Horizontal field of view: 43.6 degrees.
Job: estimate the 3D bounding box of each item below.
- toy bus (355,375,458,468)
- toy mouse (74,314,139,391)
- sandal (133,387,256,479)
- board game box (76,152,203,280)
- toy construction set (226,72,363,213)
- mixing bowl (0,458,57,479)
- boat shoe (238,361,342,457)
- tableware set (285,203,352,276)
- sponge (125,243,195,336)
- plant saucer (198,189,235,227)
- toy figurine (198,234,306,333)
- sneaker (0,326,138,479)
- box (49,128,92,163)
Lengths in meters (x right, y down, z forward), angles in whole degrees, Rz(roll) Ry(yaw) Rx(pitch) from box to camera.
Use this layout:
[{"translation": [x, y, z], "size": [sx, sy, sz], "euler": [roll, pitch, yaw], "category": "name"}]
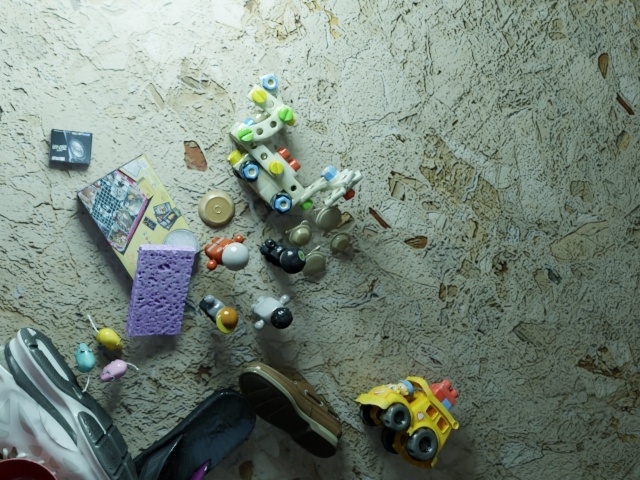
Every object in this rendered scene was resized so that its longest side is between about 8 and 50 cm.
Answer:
[{"translation": [0.226, 0.401, 1.920], "size": [0.211, 0.149, 0.220], "euler": [-46, 105, -20], "category": "toy bus"}, {"translation": [-0.465, 0.259, 1.705], "size": [0.161, 0.031, 0.143], "euler": [41, 56, -21], "category": "toy mouse"}, {"translation": [-0.324, 0.515, 1.775], "size": [0.167, 0.107, 0.446], "euler": [44, 84, -17], "category": "sandal"}, {"translation": [-0.385, -0.041, 1.715], "size": [0.165, 0.042, 0.243], "euler": [-32, 105, -11], "category": "board game box"}, {"translation": [-0.073, -0.184, 1.747], "size": [0.328, 0.151, 0.215], "euler": [44, 83, -7], "category": "toy construction set"}, {"translation": [-0.582, 0.510, 1.543], "size": [0.181, 0.098, 0.181], "euler": [2, 79, -10], "category": "mixing bowl"}, {"translation": [-0.068, 0.372, 1.841], "size": [0.111, 0.104, 0.307], "euler": [-24, 118, 33], "category": "boat shoe"}, {"translation": [0.000, 0.000, 1.826], "size": [0.141, 0.020, 0.168], "euler": [-31, 129, -10], "category": "tableware set"}, {"translation": [-0.344, 0.109, 1.718], "size": [0.117, 0.031, 0.210], "euler": [2, 112, -29], "category": "sponge"}, {"translation": [-0.229, -0.069, 1.774], "size": [0.083, 0.015, 0.083], "euler": [-2, 98, -17], "category": "plant saucer"}, {"translation": [-0.148, 0.096, 1.733], "size": [0.213, 0.148, 0.209], "euler": [6, 96, -31], "category": "toy figurine"}, {"translation": [-0.583, 0.427, 1.668], "size": [0.257, 0.169, 0.447], "euler": [-34, 93, -1], "category": "sneaker"}, {"translation": [-0.519, -0.195, 1.666], "size": [0.083, 0.018, 0.067], "euler": [5, 96, -18], "category": "box"}]
